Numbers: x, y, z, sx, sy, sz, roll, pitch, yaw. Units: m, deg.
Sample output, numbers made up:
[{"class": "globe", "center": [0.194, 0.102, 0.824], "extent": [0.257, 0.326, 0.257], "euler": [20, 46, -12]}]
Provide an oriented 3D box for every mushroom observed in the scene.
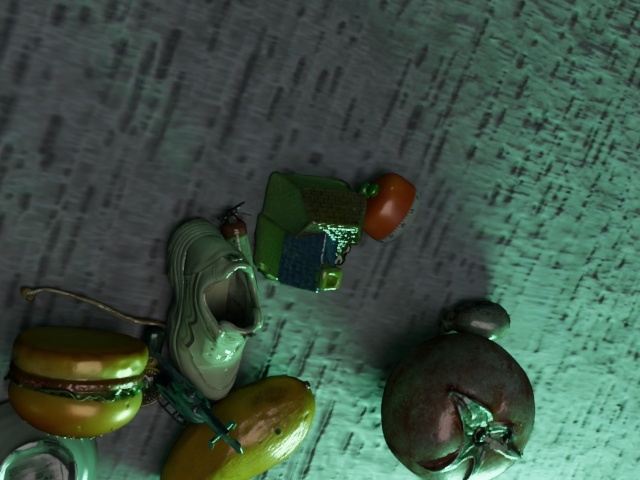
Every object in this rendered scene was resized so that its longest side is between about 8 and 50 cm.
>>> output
[{"class": "mushroom", "center": [-0.391, 0.120, 1.651], "extent": [0.286, 0.026, 0.028], "euler": [16, 115, -30]}]

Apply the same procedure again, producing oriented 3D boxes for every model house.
[{"class": "model house", "center": [0.000, 0.000, 1.698], "extent": [0.195, 0.189, 0.214], "euler": [8, 102, -25]}]

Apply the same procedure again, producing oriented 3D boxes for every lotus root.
[{"class": "lotus root", "center": [0.332, 0.170, 1.970], "extent": [0.165, 0.088, 0.088], "euler": [4, 105, -16]}]

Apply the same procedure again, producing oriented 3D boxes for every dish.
[{"class": "dish", "center": [-0.504, 0.410, 1.622], "extent": [0.260, 0.085, 0.260], "euler": [-2, 94, -31]}]

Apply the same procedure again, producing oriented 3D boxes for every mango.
[{"class": "mango", "center": [-0.163, 0.385, 1.772], "extent": [0.359, 0.144, 0.187], "euler": [-34, 127, -6]}]

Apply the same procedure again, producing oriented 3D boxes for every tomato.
[{"class": "tomato", "center": [0.279, 0.343, 1.883], "extent": [0.317, 0.282, 0.316], "euler": [-7, 111, -19]}]

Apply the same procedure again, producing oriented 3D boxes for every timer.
[{"class": "timer", "center": [0.119, -0.071, 1.784], "extent": [0.136, 0.099, 0.136], "euler": [-1, 92, -23]}]

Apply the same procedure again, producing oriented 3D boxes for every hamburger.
[{"class": "hamburger", "center": [-0.408, 0.242, 1.558], "extent": [0.246, 0.246, 0.169], "euler": [6, 91, -26]}]

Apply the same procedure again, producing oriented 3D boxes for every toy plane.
[{"class": "toy plane", "center": [-0.222, 0.301, 1.670], "extent": [0.235, 0.096, 0.060], "euler": [44, 54, 12]}]

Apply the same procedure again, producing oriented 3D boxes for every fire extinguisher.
[{"class": "fire extinguisher", "center": [-0.149, 0.015, 1.711], "extent": [0.062, 0.050, 0.177], "euler": [-9, 112, -2]}]

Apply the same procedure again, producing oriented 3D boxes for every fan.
[{"class": "fan", "center": [-0.319, 0.229, 1.706], "extent": [0.082, 0.039, 0.155], "euler": [12, 103, -29]}]

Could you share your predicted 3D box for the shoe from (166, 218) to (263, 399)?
[{"class": "shoe", "center": [-0.180, 0.148, 1.642], "extent": [0.132, 0.211, 0.341], "euler": [-13, 112, -29]}]
